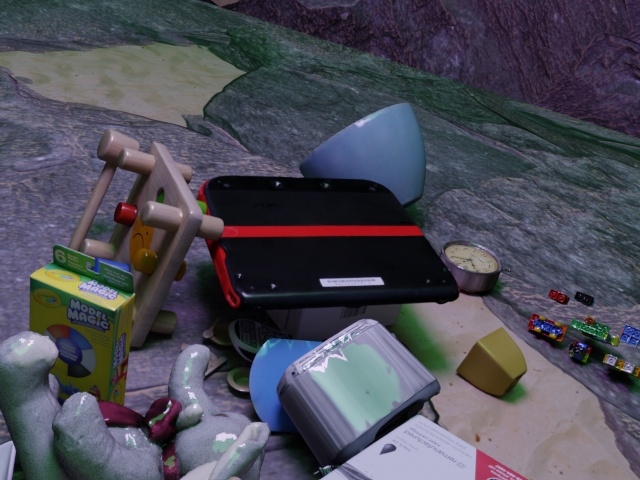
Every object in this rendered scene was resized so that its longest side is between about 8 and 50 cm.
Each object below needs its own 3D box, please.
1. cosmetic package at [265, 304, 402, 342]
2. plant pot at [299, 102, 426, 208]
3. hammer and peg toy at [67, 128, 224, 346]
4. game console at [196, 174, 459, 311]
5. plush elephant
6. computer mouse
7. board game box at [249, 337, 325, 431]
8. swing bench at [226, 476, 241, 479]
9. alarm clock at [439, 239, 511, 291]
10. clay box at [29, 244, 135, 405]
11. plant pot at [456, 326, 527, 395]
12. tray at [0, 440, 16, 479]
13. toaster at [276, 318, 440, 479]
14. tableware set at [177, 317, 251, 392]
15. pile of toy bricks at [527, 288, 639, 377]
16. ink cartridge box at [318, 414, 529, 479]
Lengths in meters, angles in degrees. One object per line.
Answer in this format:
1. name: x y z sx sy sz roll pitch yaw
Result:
1. cosmetic package: 0.003 0.056 1.255 0.224 0.138 0.224 -8 37 -33
2. plant pot: 0.124 -0.149 1.576 0.290 0.290 0.195 -24 83 -47
3. hammer and peg toy: -0.304 -0.022 1.168 0.127 0.265 0.361 15 23 -35
4. game console: 0.000 0.000 1.171 0.387 0.060 0.342 -1 38 -22
5. plush elephant: -0.181 0.230 0.764 0.256 0.272 0.330 -19 70 -25
6. computer mouse: -0.063 0.175 1.091 0.193 0.042 0.106 22 31 -22
7. board game box: -0.028 0.217 1.031 0.169 0.033 0.133 7 70 -19
8. swing bench: -0.061 0.382 0.544 0.255 0.253 0.165 33 35 33
9. alarm clock: 0.295 0.059 1.448 0.192 0.064 0.129 -8 35 -37
10. clay box: -0.318 0.124 0.918 0.128 0.222 0.053 19 30 11
11. plant pot: 0.297 0.211 1.172 0.081 0.081 0.083 -17 52 -43
12. tray: -0.369 0.333 0.681 0.145 0.030 0.270 -27 36 1
13. toaster: 0.041 0.214 0.959 0.227 0.129 0.146 -29 68 -29
14. tableware set: -0.135 0.184 1.096 0.169 0.020 0.141 20 30 12
15. pile of toy bricks: 0.516 0.175 1.318 0.212 0.118 0.105 24 -3 35
16. ink cartridge box: 0.100 0.341 0.797 0.197 0.114 0.273 24 30 38
